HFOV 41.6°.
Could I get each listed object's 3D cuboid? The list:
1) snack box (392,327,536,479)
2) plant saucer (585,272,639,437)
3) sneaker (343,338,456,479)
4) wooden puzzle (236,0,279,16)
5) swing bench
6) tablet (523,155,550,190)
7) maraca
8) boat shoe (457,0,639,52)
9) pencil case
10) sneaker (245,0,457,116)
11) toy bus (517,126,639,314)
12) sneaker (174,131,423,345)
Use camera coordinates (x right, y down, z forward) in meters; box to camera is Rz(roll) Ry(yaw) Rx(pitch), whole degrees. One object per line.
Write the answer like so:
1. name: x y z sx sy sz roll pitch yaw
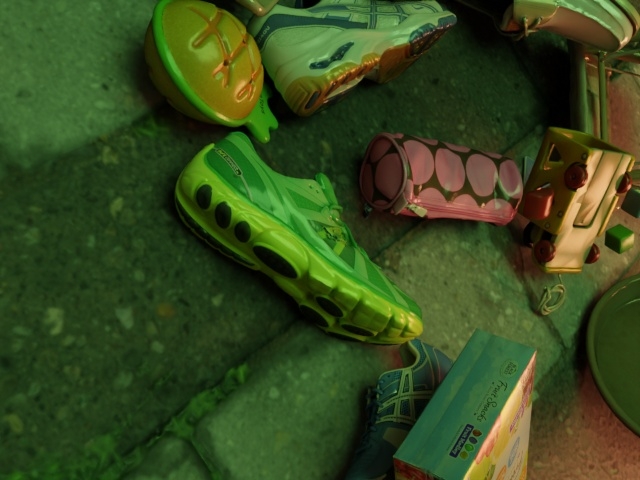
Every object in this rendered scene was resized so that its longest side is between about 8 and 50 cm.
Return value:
1. snack box: 0.142 0.219 0.810 0.174 0.070 0.207 -48 145 -37
2. plant saucer: 0.477 0.164 1.093 0.277 0.041 0.278 2 55 -3
3. sneaker: 0.071 0.184 0.847 0.081 0.080 0.211 42 48 3
4. wooden puzzle: -0.103 -0.352 0.901 0.221 0.044 0.239 34 51 -1
5. swing bench: 0.474 -0.182 1.195 0.254 0.165 0.253 3 67 9
6. tablet: 0.293 -0.069 1.141 0.054 0.006 0.083 25 59 -27
7. maraca: -0.100 -0.165 0.827 0.185 0.099 0.127 28 48 -53
8. boat shoe: 0.271 -0.320 1.125 0.302 0.113 0.103 29 78 5
9. pencil case: 0.145 -0.063 0.975 0.209 0.095 0.098 2 39 -35
10. sneaker: 0.043 -0.246 0.954 0.296 0.112 0.131 -30 81 -46
11. toy bus: 0.302 -0.043 1.062 0.202 0.104 0.191 -37 131 -9
12. sneaker: 0.000 0.000 0.829 0.295 0.109 0.124 39 58 -19
